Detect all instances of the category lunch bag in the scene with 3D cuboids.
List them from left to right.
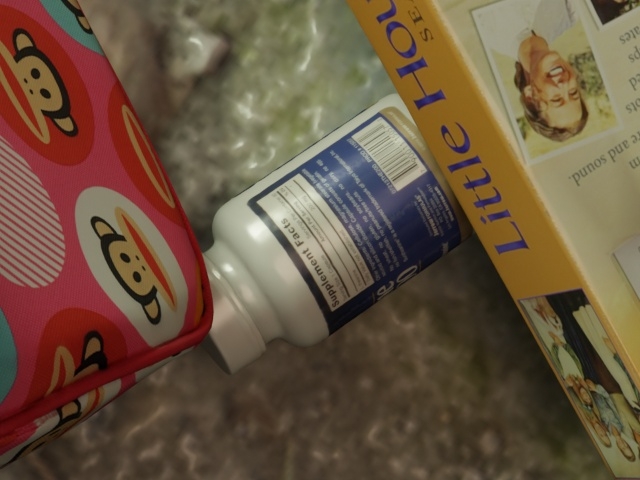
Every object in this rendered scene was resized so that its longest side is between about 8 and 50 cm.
[{"bbox_3d":[-0.155,-0.063,0.675,0.120,0.258,0.293,-29,88,23],"label":"lunch bag"}]

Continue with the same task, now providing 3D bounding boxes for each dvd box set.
[{"bbox_3d":[0.140,-0.159,0.790,0.307,0.062,0.420,-33,97,-24],"label":"dvd box set"}]

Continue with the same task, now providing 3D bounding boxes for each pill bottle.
[{"bbox_3d":[0.000,0.000,0.787,0.120,0.067,0.067,-34,97,-10],"label":"pill bottle"}]
